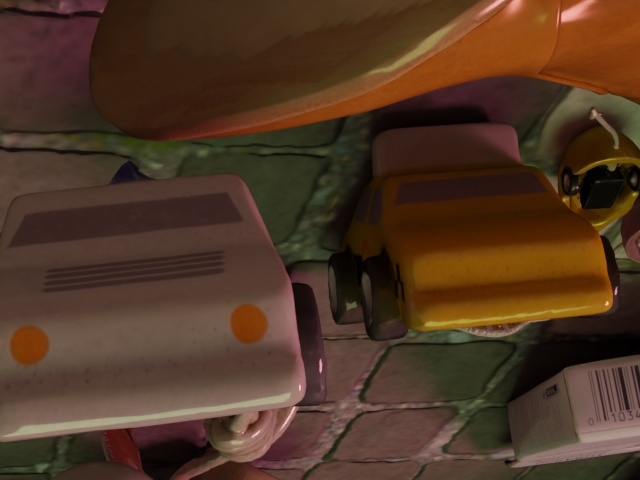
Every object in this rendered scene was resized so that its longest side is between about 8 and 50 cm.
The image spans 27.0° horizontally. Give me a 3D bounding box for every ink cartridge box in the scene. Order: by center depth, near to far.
[{"bbox_3d":[0.232,0.095,0.810,0.223,0.045,0.224,-8,167,-5],"label":"ink cartridge box"}]

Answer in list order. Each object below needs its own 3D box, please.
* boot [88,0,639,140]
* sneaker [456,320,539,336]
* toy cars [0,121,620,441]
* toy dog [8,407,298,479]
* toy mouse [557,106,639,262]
[{"bbox_3d":[0.089,-0.076,0.474,0.295,0.104,0.211,-21,153,25],"label":"boot"},{"bbox_3d":[0.097,0.036,0.704,0.083,0.031,0.037,-6,169,-24],"label":"sneaker"},{"bbox_3d":[0.000,0.000,0.497,0.177,0.087,0.394,-5,-179,33],"label":"toy cars"},{"bbox_3d":[-0.112,0.162,0.736,0.161,0.220,0.333,17,143,15],"label":"toy dog"},{"bbox_3d":[0.178,-0.031,0.631,0.143,0.031,0.161,-7,148,-5],"label":"toy mouse"}]
